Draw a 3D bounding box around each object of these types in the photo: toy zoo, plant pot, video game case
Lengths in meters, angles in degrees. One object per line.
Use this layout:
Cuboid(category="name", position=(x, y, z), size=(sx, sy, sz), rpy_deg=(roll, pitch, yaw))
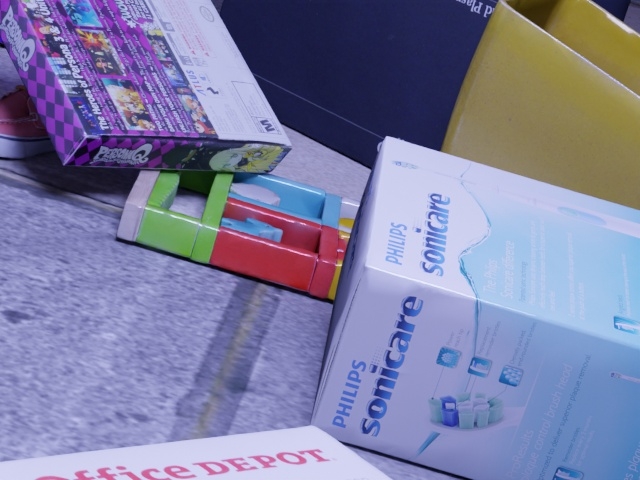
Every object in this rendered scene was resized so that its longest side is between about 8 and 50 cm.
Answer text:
Cuboid(category="toy zoo", position=(0.000, 0.000, 1.507), size=(0.293, 0.030, 0.192), rpy_deg=(16, 16, -2))
Cuboid(category="plant pot", position=(0.211, -0.068, 1.619), size=(0.212, 0.187, 0.212), rpy_deg=(36, 21, 12))
Cuboid(category="video game case", position=(-0.153, -0.153, 1.552), size=(0.210, 0.042, 0.232), rpy_deg=(0, 51, -45))

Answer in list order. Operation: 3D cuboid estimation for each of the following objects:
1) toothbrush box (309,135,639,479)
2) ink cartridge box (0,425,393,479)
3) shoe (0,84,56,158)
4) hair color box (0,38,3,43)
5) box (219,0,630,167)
Cuboid(category="toothbrush box", position=(0.156, 0.062, 1.258), size=(0.296, 0.126, 0.216), rpy_deg=(17, 25, -3))
Cuboid(category="ink cartridge box", position=(0.002, 0.189, 0.754), size=(0.207, 0.117, 0.283), rpy_deg=(-1, 25, -46))
Cuboid(category="shoe", position=(-0.221, -0.114, 1.563), size=(0.063, 0.081, 0.178), rpy_deg=(28, 20, 32))
Cuboid(category="hair color box", position=(-0.300, -0.257, 1.902), size=(0.339, 0.110, 0.185), rpy_deg=(6, 19, -29))
Cuboid(category="box", position=(0.097, -0.235, 1.868), size=(0.343, 0.312, 0.179), rpy_deg=(29, 20, 34))
